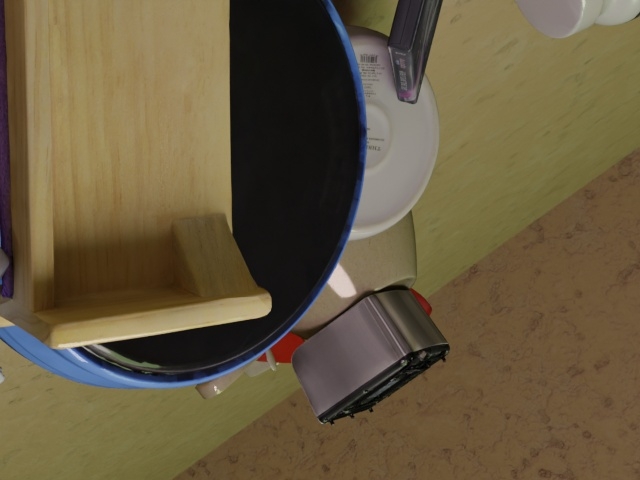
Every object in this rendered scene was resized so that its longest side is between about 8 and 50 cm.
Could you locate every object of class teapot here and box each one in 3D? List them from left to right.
[{"bbox_3d":[-0.009,-0.121,1.273,0.252,0.256,0.187,-50,-147,-19],"label":"teapot"}]

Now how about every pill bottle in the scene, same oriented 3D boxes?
[{"bbox_3d":[0.370,-0.350,1.351,0.278,0.162,0.162,-27,164,-21],"label":"pill bottle"}]

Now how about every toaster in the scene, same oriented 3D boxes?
[{"bbox_3d":[0.073,0.151,1.523,0.186,0.110,0.168,-38,165,21],"label":"toaster"}]

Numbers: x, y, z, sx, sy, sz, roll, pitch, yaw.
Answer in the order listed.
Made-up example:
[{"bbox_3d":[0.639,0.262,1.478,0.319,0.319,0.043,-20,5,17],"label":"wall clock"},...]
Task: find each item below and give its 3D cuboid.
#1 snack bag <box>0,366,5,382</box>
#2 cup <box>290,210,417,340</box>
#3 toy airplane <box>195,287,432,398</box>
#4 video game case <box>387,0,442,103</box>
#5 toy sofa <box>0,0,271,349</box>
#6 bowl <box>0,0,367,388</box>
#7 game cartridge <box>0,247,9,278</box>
[{"bbox_3d":[-0.513,0.131,1.083,0.323,0.037,0.342,-24,148,-3],"label":"snack bag"},{"bbox_3d":[0.000,0.000,1.574,0.331,0.237,0.331,-31,166,-9],"label":"cup"},{"bbox_3d":[-0.045,0.108,1.888,0.384,0.272,0.386,-20,-160,-7],"label":"toy airplane"},{"bbox_3d":[0.102,-0.246,1.083,0.274,0.026,0.196,22,82,-85],"label":"video game case"},{"bbox_3d":[-0.137,-0.126,0.708,0.150,0.362,0.177,-7,-166,-35],"label":"toy sofa"},{"bbox_3d":[-0.112,-0.070,0.907,0.391,0.391,0.077,-20,-158,-40],"label":"bowl"},{"bbox_3d":[-0.333,-0.033,0.686,0.062,0.297,0.198,-53,-177,-41],"label":"game cartridge"}]
